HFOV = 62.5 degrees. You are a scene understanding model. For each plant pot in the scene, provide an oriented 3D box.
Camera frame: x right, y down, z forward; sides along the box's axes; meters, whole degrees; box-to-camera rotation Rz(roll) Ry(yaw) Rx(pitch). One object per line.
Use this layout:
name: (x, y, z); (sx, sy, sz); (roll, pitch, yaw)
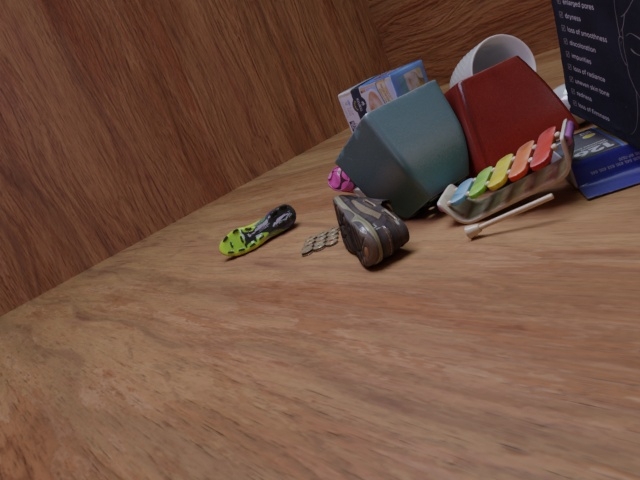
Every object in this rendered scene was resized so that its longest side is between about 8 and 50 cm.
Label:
plant pot: (0.457, -0.324, 1.398); (0.267, 0.235, 0.267); (-26, 3, -5)
plant pot: (0.234, -0.210, 1.367); (0.248, 0.252, 0.247); (-31, -9, -24)

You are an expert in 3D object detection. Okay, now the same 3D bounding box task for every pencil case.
pencil case: (0.107, -0.191, 1.707); (0.098, 0.095, 0.209); (31, 15, 31)

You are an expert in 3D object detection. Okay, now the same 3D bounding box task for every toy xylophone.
toy xylophone: (0.399, -0.124, 1.119); (0.323, 0.081, 0.236); (-33, 11, 31)

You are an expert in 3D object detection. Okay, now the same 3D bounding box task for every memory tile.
memory tile: (0.000, 0.000, 1.517); (0.113, 0.012, 0.148); (-21, 16, 11)

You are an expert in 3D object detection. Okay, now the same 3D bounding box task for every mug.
mug: (0.659, -0.624, 2.196); (0.374, 0.276, 0.328); (-56, 8, -3)

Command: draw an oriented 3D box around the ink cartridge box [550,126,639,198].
ink cartridge box: (0.672, -0.207, 1.124); (0.304, 0.072, 0.307); (-19, 15, 16)

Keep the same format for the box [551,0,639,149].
box: (0.648, -0.421, 0.911); (0.297, 0.471, 0.480); (-25, 30, 7)

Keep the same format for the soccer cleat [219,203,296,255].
soccer cleat: (-0.208, -0.022, 1.803); (0.289, 0.093, 0.121); (-31, -13, -10)

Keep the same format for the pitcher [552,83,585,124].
pitcher: (0.692, -0.367, 1.550); (0.207, 0.125, 0.177); (-20, 33, 54)

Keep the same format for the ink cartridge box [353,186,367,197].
ink cartridge box: (0.233, -0.177, 1.630); (0.231, 0.078, 0.134); (-31, 17, -22)

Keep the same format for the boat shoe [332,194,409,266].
boat shoe: (0.122, -0.037, 1.298); (0.130, 0.132, 0.355); (-16, 24, -6)

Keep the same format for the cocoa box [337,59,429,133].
cocoa box: (0.265, -0.405, 1.830); (0.228, 0.347, 0.231); (-7, 23, 44)
